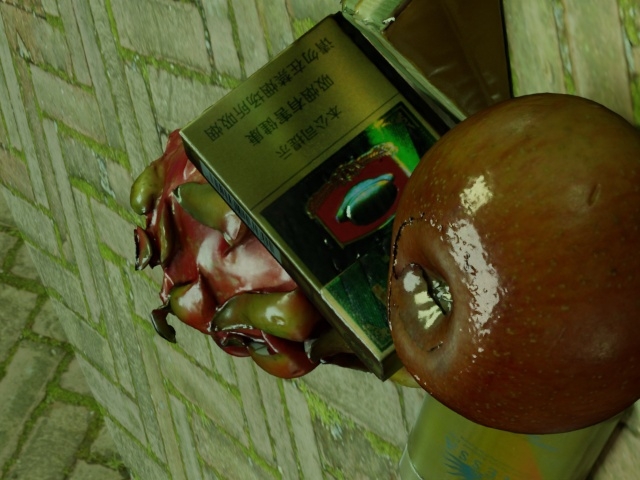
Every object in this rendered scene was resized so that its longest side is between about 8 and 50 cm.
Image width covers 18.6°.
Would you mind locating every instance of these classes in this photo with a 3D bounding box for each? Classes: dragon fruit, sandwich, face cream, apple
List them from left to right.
[{"bbox_3d":[-0.010,0.008,1.614,0.243,0.227,0.307,-41,73,45],"label":"dragon fruit"},{"bbox_3d":[0.111,-0.155,1.424,0.163,0.113,0.079,41,178,-33],"label":"sandwich"},{"bbox_3d":[0.140,0.160,1.523,0.139,0.067,0.285,30,150,10],"label":"face cream"},{"bbox_3d":[0.135,0.019,1.284,0.210,0.173,0.235,38,141,58],"label":"apple"}]

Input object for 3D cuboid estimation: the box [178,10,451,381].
[{"bbox_3d":[0.028,-0.035,1.469,0.240,0.159,0.071,48,168,15],"label":"box"}]
